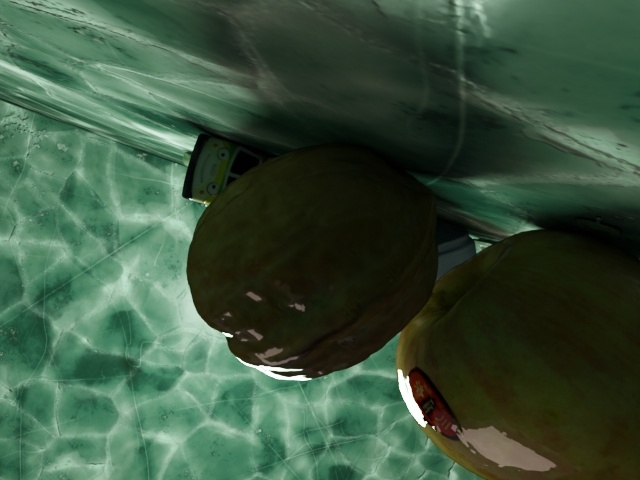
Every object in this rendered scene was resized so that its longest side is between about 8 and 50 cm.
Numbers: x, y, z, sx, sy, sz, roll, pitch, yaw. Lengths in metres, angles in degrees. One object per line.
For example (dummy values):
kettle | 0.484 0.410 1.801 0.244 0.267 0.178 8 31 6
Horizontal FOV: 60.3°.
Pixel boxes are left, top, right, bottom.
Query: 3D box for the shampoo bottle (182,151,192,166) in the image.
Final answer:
shampoo bottle | -0.346 -0.232 1.717 0.212 0.049 0.072 20 177 36

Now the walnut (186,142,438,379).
walnut | 0.002 0.024 0.749 0.344 0.306 0.306 -27 163 18

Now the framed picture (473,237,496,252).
framed picture | 0.504 0.112 1.305 0.293 0.018 0.231 51 164 -26

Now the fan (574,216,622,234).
fan | 0.335 -0.020 0.665 0.056 0.004 0.083 19 179 26

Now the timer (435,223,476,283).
timer | 0.142 0.081 1.289 0.395 0.173 0.395 -11 -166 3

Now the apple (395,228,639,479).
apple | 0.321 0.174 0.794 0.346 0.391 0.391 44 180 0

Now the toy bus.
toy bus | -0.156 -0.118 1.218 0.179 0.143 0.305 17 179 16
